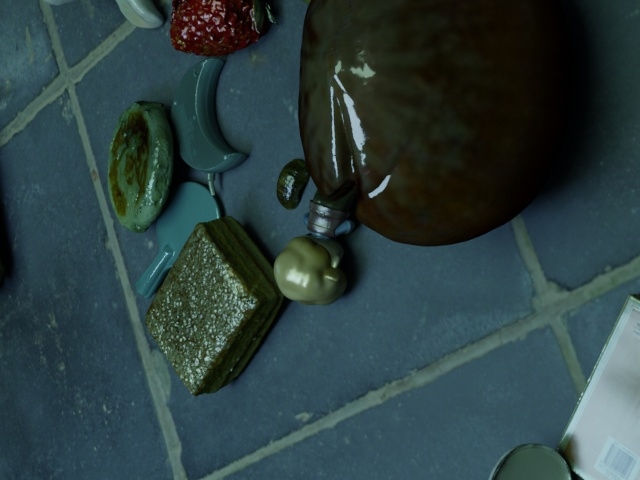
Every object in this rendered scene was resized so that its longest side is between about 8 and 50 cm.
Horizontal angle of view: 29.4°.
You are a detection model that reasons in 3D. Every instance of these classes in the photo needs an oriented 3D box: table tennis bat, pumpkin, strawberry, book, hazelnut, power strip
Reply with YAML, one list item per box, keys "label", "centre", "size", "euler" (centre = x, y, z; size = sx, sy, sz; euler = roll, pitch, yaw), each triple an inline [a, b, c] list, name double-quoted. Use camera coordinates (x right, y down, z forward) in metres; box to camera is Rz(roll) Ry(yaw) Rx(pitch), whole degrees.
- label: "table tennis bat"
  centre: [-0.243, 0.006, 2.073]
  size: [0.149, 0.038, 0.237]
  euler: [51, 117, 29]
- label: "pumpkin"
  centre: [-0.048, -0.086, 1.897]
  size: [0.050, 0.028, 0.083]
  euler: [28, 113, 37]
- label: "strawberry"
  centre: [-0.190, -0.376, 1.957]
  size: [0.228, 0.098, 0.174]
  euler: [-8, 102, 45]
- label: "book"
  centre: [0.397, 0.210, 1.491]
  size: [0.170, 0.018, 0.242]
  euler: [36, 114, 36]
- label: "hazelnut"
  centre: [0.125, -0.198, 1.546]
  size: [0.359, 0.359, 0.410]
  euler: [-3, 79, 43]
- label: "power strip"
  centre: [-0.187, -0.183, 2.014]
  size: [0.137, 0.044, 0.216]
  euler: [-24, 73, 41]

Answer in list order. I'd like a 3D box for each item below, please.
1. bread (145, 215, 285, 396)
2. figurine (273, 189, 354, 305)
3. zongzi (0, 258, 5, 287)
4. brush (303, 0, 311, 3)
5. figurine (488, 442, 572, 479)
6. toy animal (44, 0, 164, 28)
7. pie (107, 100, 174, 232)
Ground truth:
- label: "bread"
  centre: [-0.167, 0.105, 1.956]
  size: [0.184, 0.110, 0.234]
  euler: [51, 124, 27]
- label: "figurine"
  centre: [0.000, 0.000, 1.816]
  size: [0.114, 0.108, 0.196]
  euler: [18, 87, 17]
- label: "zongzi"
  centre: [-0.767, 0.024, 2.486]
  size: [0.418, 0.181, 0.447]
  euler: [-29, 74, 55]
- label: "brush"
  centre: [-0.051, -0.438, 1.890]
  size: [0.233, 0.047, 0.103]
  euler: [32, 111, 40]
- label: "figurine"
  centre: [0.238, 0.382, 1.591]
  size: [0.141, 0.166, 0.250]
  euler: [174, 113, -73]
- label: "toy animal"
  centre: [-0.413, -0.514, 2.130]
  size: [0.367, 0.241, 0.196]
  euler: [29, 118, 24]
- label: "pie"
  centre: [-0.310, -0.131, 2.103]
  size: [0.240, 0.054, 0.241]
  euler: [-7, 81, 59]
